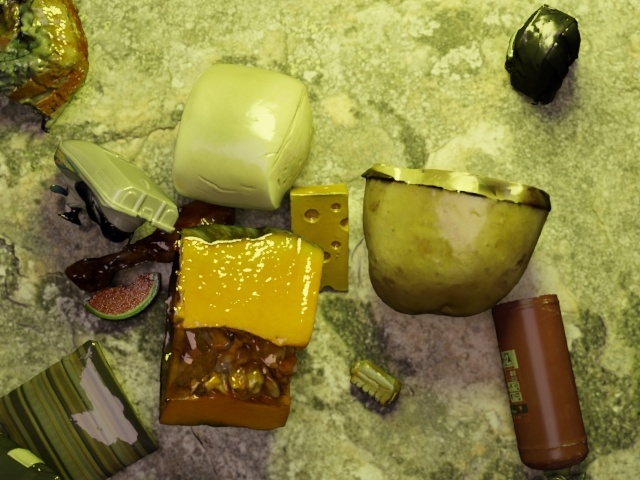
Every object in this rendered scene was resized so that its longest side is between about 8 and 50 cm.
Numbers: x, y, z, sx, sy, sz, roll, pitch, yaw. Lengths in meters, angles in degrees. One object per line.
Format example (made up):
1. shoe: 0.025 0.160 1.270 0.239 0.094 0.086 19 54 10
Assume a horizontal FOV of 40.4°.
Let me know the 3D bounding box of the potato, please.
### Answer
1. potato: 0.187 0.010 1.314 0.285 0.242 0.243 10 84 3

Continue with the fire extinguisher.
1. fire extinguisher: 0.321 0.257 1.323 0.147 0.106 0.337 -13 80 29

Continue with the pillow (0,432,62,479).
1. pillow: -0.513 0.374 1.356 0.249 0.106 0.186 28 120 16

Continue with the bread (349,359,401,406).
1. bread: 0.086 0.224 1.378 0.088 0.033 0.049 31 101 12

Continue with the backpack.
1. backpack: 0.346 -0.299 1.358 0.105 0.165 0.120 34 83 19

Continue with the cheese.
1. cheese: 0.000 0.000 1.396 0.093 0.126 0.171 -1 101 -1

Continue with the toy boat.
1. toy boat: -0.339 -0.076 1.373 0.269 0.140 0.141 21 84 44

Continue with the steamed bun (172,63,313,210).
1. steamed bun: -0.116 -0.172 1.358 0.200 0.155 0.250 11 58 9

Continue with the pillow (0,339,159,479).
1. pillow: -0.400 0.300 1.403 0.212 0.052 0.208 -32 86 2

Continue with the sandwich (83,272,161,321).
1. sandwich: -0.322 0.098 1.434 0.135 0.029 0.067 -18 76 4

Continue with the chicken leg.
1. chicken leg: -0.272 0.012 1.412 0.304 0.113 0.093 -22 107 10

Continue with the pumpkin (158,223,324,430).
1. pumpkin: -0.130 0.123 1.294 0.225 0.256 0.303 12 126 -11

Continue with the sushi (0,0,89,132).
1. sushi: -0.493 -0.331 1.450 0.184 0.139 0.274 -23 75 4
